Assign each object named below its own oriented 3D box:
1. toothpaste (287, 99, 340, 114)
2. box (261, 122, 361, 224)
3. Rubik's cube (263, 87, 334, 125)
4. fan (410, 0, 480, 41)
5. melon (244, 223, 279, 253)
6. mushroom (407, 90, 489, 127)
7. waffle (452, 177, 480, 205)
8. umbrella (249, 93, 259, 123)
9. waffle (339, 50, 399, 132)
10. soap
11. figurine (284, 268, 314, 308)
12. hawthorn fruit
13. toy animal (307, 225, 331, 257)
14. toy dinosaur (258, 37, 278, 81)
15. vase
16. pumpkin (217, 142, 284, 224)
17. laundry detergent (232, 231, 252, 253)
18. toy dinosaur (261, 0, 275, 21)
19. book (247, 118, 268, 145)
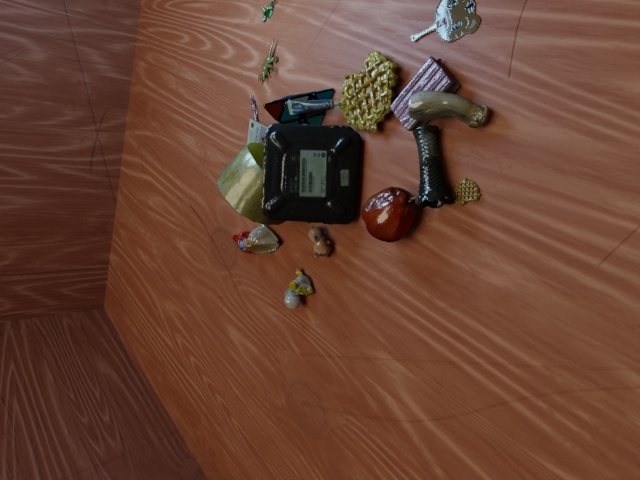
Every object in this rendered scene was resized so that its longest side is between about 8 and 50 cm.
[{"bbox_3d":[-0.025,-0.493,1.684,0.197,0.035,0.057,0,130,15],"label":"toothpaste"},{"bbox_3d":[-0.035,-0.239,1.638,0.091,0.350,0.359,-110,22,-84],"label":"box"},{"bbox_3d":[-0.096,-0.443,1.794,0.284,0.250,0.234,8,117,42],"label":"Rubik's cube"},{"bbox_3d":[0.368,-0.656,1.383,0.227,0.008,0.152,-14,83,46],"label":"fan"},{"bbox_3d":[-0.263,-0.013,2.044,0.202,0.093,0.139,-15,74,42],"label":"melon"},{"bbox_3d":[0.364,-0.374,1.305,0.223,0.081,0.092,12,119,19],"label":"mushroom"},{"bbox_3d":[0.424,-0.139,1.349,0.085,0.016,0.078,-39,60,40],"label":"waffle"},{"bbox_3d":[-0.301,-0.590,2.095,0.027,0.025,0.165,-15,84,31],"label":"umbrella"},{"bbox_3d":[0.162,-0.512,1.574,0.291,0.051,0.291,-2,87,54],"label":"waffle"},{"bbox_3d":[0.317,-0.442,1.409,0.203,0.065,0.122,-48,60,38],"label":"soap"},{"bbox_3d":[-0.103,0.214,1.896,0.178,0.109,0.129,-60,26,31],"label":"figurine"},{"bbox_3d":[0.225,-0.084,1.471,0.179,0.173,0.173,-51,54,10],"label":"hawthorn fruit"},{"bbox_3d":[-0.004,0.004,1.775,0.089,0.083,0.150,121,140,-47],"label":"toy animal"},{"bbox_3d":[-0.235,-0.781,2.003,0.126,0.039,0.162,0,91,49],"label":"toy dinosaur"},{"bbox_3d":[0.331,-0.223,1.388,0.115,0.115,0.237,-15,77,47],"label":"vase"},{"bbox_3d":[-0.224,-0.236,1.820,0.199,0.332,0.332,-49,58,32],"label":"pumpkin"},{"bbox_3d":[-0.364,0.000,2.182,0.165,0.049,0.097,23,102,45],"label":"laundry detergent"},{"bbox_3d":[-0.220,-1.001,1.989,0.120,0.029,0.060,-19,94,41],"label":"toy dinosaur"},{"bbox_3d":[-0.271,-0.459,2.064,0.182,0.014,0.127,35,124,37],"label":"book"}]
